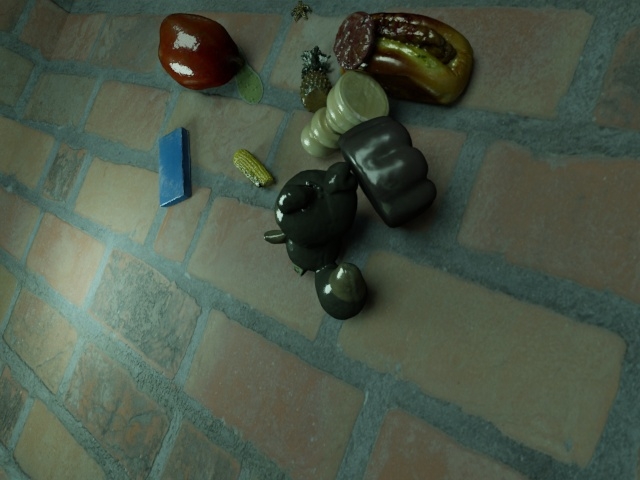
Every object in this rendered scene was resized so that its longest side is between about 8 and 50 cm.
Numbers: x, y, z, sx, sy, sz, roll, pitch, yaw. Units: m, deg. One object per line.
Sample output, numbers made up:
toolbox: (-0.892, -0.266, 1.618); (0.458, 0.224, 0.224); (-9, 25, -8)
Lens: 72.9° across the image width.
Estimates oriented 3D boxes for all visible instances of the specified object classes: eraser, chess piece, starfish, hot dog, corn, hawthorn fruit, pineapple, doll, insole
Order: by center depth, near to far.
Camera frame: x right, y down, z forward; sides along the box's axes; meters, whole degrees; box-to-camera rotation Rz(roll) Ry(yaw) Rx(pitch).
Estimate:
doll: (0.031, -0.016, 1.145); (0.252, 0.382, 0.378); (-38, 72, -20)
hot dog: (0.207, -0.519, 1.214); (0.405, 0.223, 0.185); (23, 92, 34)
chess piece: (0.044, -0.338, 1.262); (0.300, 0.167, 0.166); (-29, 60, 55)
pineapple: (-0.015, -0.542, 1.433); (0.125, 0.125, 0.251); (-21, 57, 25)
corn: (-0.234, -0.247, 1.501); (0.072, 0.072, 0.203); (-51, 59, 10)
starfish: (-0.075, -0.840, 1.584); (0.091, 0.028, 0.078); (9, 84, 37)
hawthorn fruit: (-0.459, -0.703, 1.628); (0.311, 0.295, 0.294); (38, 98, 43)
insole: (-0.295, -0.640, 1.677); (0.109, 0.007, 0.322); (-34, 63, 19)
eraser: (-0.588, -0.295, 1.743); (0.144, 0.043, 0.311); (-19, 68, 27)

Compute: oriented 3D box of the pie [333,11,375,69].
pie: (0.089, -0.524, 1.140); (0.155, 0.036, 0.154); (-5, 83, 50)

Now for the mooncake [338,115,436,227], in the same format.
mooncake: (0.170, -0.172, 1.099); (0.154, 0.306, 0.305); (-29, 63, 7)
